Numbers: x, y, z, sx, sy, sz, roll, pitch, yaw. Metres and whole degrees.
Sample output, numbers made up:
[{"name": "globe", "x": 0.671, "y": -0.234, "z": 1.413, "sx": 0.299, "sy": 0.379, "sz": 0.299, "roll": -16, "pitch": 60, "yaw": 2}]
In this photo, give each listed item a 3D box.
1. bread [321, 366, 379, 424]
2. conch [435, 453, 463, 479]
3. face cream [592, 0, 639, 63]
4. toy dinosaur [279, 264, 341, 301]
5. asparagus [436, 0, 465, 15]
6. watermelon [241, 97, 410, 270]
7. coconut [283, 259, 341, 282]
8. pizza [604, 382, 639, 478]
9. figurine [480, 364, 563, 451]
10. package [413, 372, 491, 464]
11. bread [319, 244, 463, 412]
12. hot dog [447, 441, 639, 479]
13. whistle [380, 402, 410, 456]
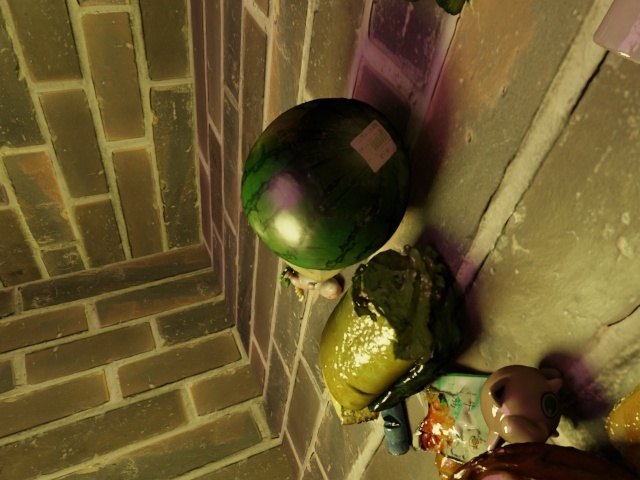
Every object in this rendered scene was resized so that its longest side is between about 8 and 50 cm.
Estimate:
[{"name": "bread", "x": 0.075, "y": 0.372, "z": 1.380, "sx": 0.134, "sy": 0.129, "sz": 0.260, "roll": 164, "pitch": 93, "yaw": -75}, {"name": "conch", "x": 0.276, "y": 0.386, "z": 0.985, "sx": 0.086, "sy": 0.080, "sz": 0.232, "roll": -1, "pitch": 77, "yaw": 55}, {"name": "face cream", "x": 0.349, "y": -0.284, "z": 0.410, "sx": 0.154, "sy": 0.096, "sz": 0.273, "roll": 58, "pitch": 139, "yaw": 44}, {"name": "toy dinosaur", "x": -0.013, "y": 0.103, "z": 1.486, "sx": 0.177, "sy": 0.152, "sz": 0.194, "roll": 33, "pitch": 161, "yaw": 1}, {"name": "asparagus", "x": 0.202, "y": -0.466, "z": 0.599, "sx": 0.382, "sy": 0.129, "sz": 0.108, "roll": 113, "pitch": 174, "yaw": -57}, {"name": "watermelon", "x": 0.008, "y": -0.104, "z": 0.980, "sx": 0.363, "sy": 0.364, "sz": 0.363, "roll": 46, "pitch": 143, "yaw": 51}, {"name": "coconut", "x": 0.000, "y": 0.000, "z": 1.247, "sx": 0.224, "sy": 0.224, "sz": 0.224, "roll": 46, "pitch": 143, "yaw": 51}, {"name": "pizza", "x": 0.419, "y": 0.245, "z": 0.563, "sx": 0.204, "sy": 0.081, "sz": 0.188, "roll": 90, "pitch": 174, "yaw": -62}, {"name": "figurine", "x": 0.304, "y": 0.252, "z": 0.749, "sx": 0.125, "sy": 0.138, "sz": 0.125, "roll": 34, "pitch": 131, "yaw": 50}, {"name": "package", "x": 0.248, "y": 0.327, "z": 0.926, "sx": 0.232, "sy": 0.040, "sz": 0.166, "roll": -20, "pitch": 49, "yaw": 61}, {"name": "bread", "x": 0.120, "y": 0.200, "z": 1.027, "sx": 0.376, "sy": 0.209, "sz": 0.251, "roll": 115, "pitch": 144, "yaw": -50}, {"name": "hot dog", "x": 0.281, "y": 0.335, "z": 0.576, "sx": 0.387, "sy": 0.267, "sz": 0.174, "roll": 42, "pitch": -126, "yaw": -54}, {"name": "whistle", "x": 0.170, "y": 0.385, "z": 1.245, "sx": 0.062, "sy": 0.062, "sz": 0.304, "roll": 3, "pitch": 106, "yaw": 67}]
